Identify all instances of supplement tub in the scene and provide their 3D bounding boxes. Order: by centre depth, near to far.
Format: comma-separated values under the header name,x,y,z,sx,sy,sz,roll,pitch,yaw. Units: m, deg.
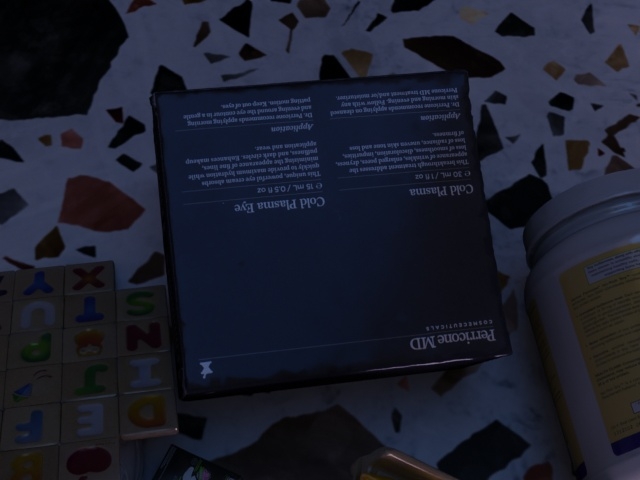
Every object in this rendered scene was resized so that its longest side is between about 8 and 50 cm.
name,x,y,z,sx,sy,sz,roll,pitch,yaw
supplement tub,0.360,0.114,1.118,0.241,0.241,0.331,-5,61,-10

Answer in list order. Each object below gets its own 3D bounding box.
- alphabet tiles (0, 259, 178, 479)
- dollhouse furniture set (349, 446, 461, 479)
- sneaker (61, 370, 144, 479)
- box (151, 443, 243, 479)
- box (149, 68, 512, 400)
name,x,y,z,sx,sy,sz,roll,pitch,yaw
alphabet tiles,-0.298,0.135,1.080,0.285,0.011,0.342,-5,37,-8
dollhouse furniture set,0.169,0.318,0.949,0.302,0.151,0.197,30,52,-29
sneaker,-0.236,0.253,1.016,0.114,0.152,0.305,-10,61,-4
box,-0.130,0.260,1.077,0.083,0.062,0.052,23,59,8
box,0.000,0.000,1.130,0.344,0.179,0.312,-5,78,-9
